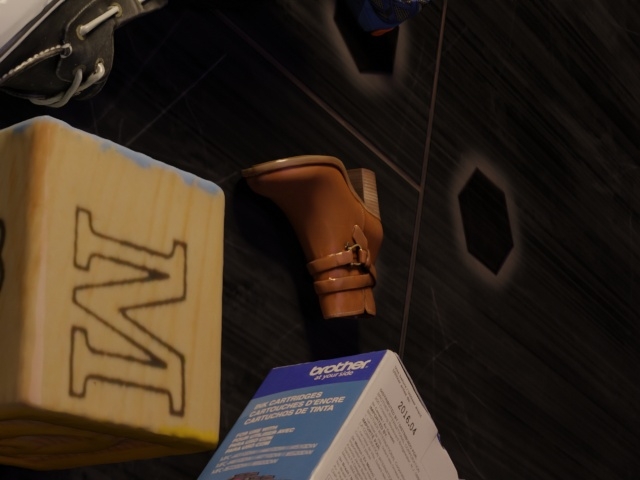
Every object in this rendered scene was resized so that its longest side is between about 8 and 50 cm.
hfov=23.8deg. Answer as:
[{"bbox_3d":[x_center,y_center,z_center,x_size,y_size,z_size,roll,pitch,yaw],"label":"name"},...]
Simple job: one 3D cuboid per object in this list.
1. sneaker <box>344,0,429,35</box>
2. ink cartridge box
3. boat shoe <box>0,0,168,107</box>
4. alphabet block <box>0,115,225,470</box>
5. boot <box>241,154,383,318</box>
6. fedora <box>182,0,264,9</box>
[{"bbox_3d":[0.045,-0.320,1.599,0.221,0.087,0.083,52,42,-33],"label":"sneaker"},{"bbox_3d":[0.014,0.284,1.323,0.270,0.151,0.395,62,40,-22],"label":"ink cartridge box"},{"bbox_3d":[-0.204,-0.164,1.176,0.119,0.121,0.335,59,37,-18],"label":"boat shoe"},{"bbox_3d":[-0.195,0.049,1.071,0.193,0.192,0.197,20,63,-48],"label":"alphabet block"},{"bbox_3d":[0.000,0.000,1.459,0.197,0.073,0.152,8,78,-50],"label":"boot"},{"bbox_3d":[-0.055,-0.365,1.362,0.152,0.334,0.334,50,30,19],"label":"fedora"}]
